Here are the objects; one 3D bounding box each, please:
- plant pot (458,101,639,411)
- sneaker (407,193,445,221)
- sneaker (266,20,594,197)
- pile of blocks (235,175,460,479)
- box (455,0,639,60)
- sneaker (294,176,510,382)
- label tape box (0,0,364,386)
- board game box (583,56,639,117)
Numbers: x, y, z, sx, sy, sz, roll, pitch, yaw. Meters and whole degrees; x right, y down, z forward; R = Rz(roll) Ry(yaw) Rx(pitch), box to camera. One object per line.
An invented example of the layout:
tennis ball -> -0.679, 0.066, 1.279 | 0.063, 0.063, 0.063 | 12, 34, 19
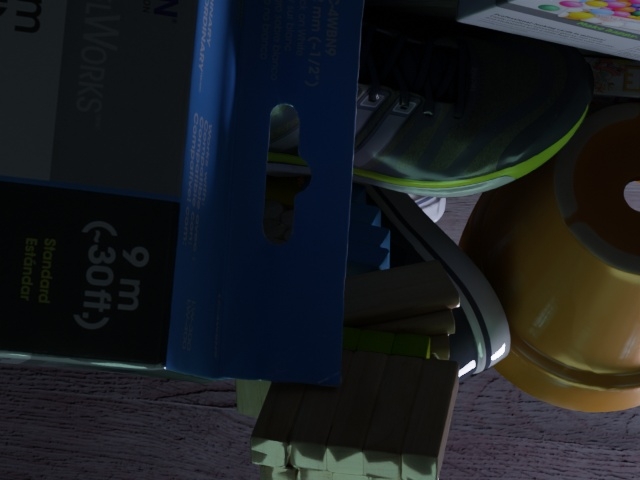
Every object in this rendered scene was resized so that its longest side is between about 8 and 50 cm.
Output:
plant pot -> 0.209, -0.002, 1.201 | 0.205, 0.205, 0.188 | 6, 158, -2
sneaker -> 0.053, -0.052, 1.554 | 0.094, 0.091, 0.258 | -2, -168, 20
sneaker -> 0.025, -0.097, 1.079 | 0.299, 0.111, 0.121 | -3, 156, 4
pile of blocks -> 0.003, 0.061, 1.084 | 0.149, 0.113, 0.362 | -9, -143, -10
box -> 0.180, -0.135, 0.890 | 0.145, 0.038, 0.186 | 8, 172, -25
sneaker -> 0.000, 0.000, 1.260 | 0.127, 0.126, 0.321 | -27, -134, -16
label tape box -> -0.138, -0.058, 0.893 | 0.347, 0.249, 0.115 | 6, 172, -12
board game box -> 0.233, -0.102, 1.188 | 0.154, 0.026, 0.103 | 5, 173, 6
